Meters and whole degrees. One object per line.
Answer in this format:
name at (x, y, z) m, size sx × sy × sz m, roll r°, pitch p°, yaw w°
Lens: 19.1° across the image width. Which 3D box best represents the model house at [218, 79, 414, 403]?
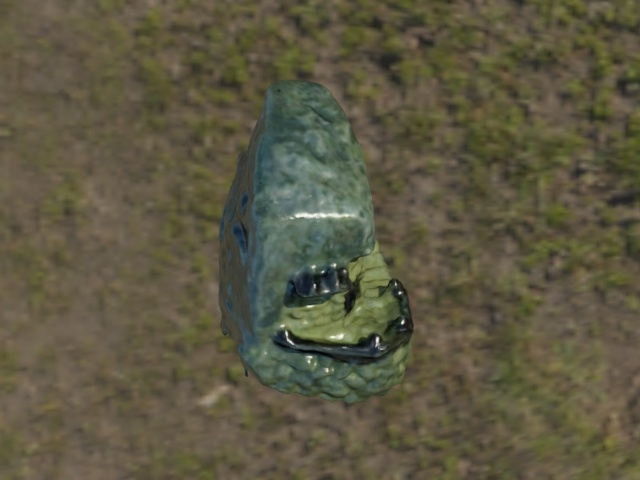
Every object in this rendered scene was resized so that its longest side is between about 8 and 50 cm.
model house at (0.000, 0.000, 0.632) m, size 0.083 × 0.066 × 0.078 m, roll 99°, pitch 165°, yaw -46°
